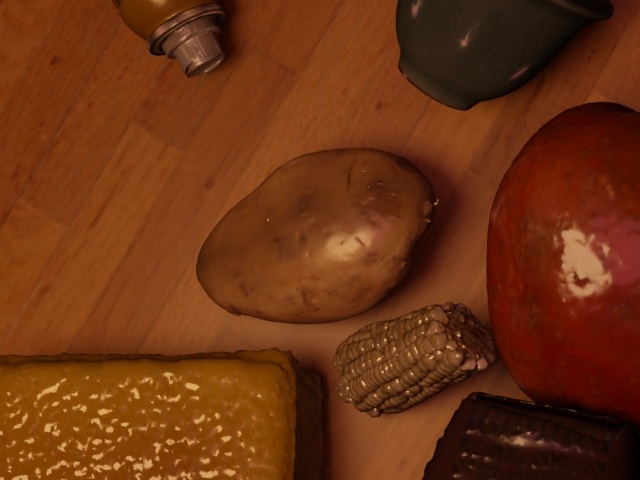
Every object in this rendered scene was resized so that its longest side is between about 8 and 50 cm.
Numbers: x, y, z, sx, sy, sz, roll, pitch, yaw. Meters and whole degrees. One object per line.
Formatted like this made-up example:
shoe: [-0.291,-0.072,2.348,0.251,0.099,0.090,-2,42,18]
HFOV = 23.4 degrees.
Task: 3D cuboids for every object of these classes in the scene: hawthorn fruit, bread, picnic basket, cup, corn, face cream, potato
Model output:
hawthorn fruit: [0.272,0.025,1.296,0.284,0.284,0.284,-1,86,12]
bread: [-0.167,0.264,1.399,0.324,0.143,0.333,1,69,9]
picnic basket: [0.188,0.224,1.305,0.223,0.297,0.129,9,71,18]
cup: [0.141,-0.200,1.396,0.199,0.199,0.150,38,113,12]
corn: [0.084,0.099,1.371,0.087,0.211,0.087,10,67,-25]
face cream: [-0.187,-0.317,1.494,0.105,0.105,0.348,-28,81,9]
potato: [0.001,0.004,1.432,0.235,0.128,0.161,-38,64,12]
